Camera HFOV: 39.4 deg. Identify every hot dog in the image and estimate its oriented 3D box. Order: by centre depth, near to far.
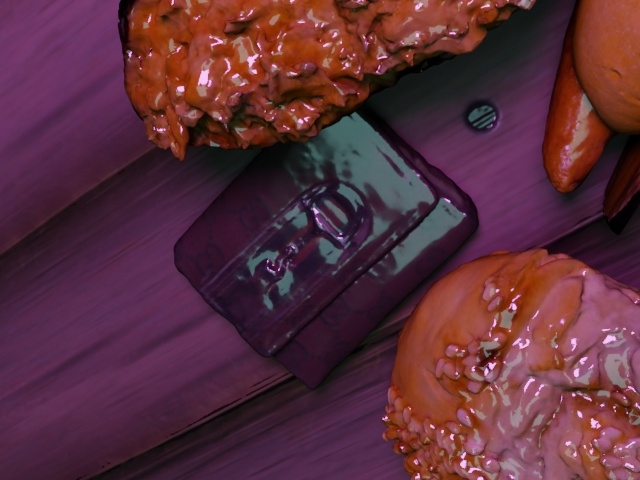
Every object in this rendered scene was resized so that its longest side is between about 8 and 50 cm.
[{"bbox_3d":[0.212,-0.151,0.567,0.107,0.194,0.326,28,118,14],"label":"hot dog"}]

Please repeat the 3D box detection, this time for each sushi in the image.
[{"bbox_3d":[0.004,-0.208,0.581,0.348,0.207,0.234,-31,110,25],"label":"sushi"}]

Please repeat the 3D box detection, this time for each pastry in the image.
[{"bbox_3d":[0.203,0.147,0.713,0.310,0.162,0.255,20,118,5],"label":"pastry"}]

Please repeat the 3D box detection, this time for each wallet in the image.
[{"bbox_3d":[0.000,0.000,0.757,0.182,0.049,0.229,43,114,-4],"label":"wallet"}]
